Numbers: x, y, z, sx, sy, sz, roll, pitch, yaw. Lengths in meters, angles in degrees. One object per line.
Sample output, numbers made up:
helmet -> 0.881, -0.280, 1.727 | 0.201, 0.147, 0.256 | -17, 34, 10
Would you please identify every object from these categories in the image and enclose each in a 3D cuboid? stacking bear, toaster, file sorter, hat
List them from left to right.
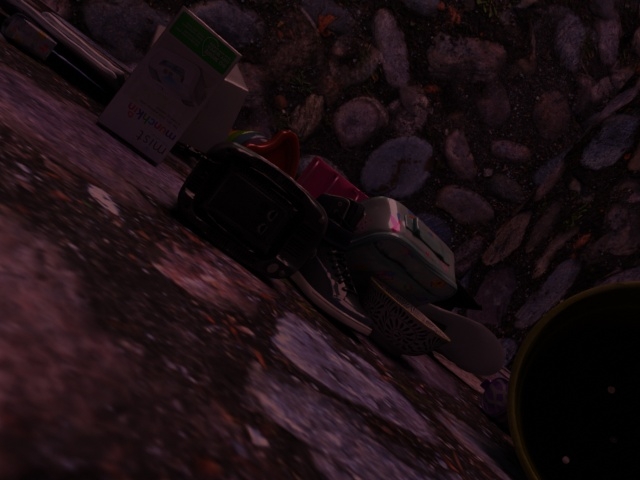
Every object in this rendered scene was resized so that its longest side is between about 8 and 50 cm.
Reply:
stacking bear -> -0.204, -0.212, 1.494 | 0.289, 0.175, 0.164 | 29, -45, 44
toaster -> -0.105, -0.052, 0.822 | 0.227, 0.129, 0.146 | 35, 1, -16
file sorter -> 0.041, -0.061, 1.630 | 0.291, 0.202, 0.182 | 38, 6, -7
hat -> 0.305, 0.178, 1.784 | 0.331, 0.133, 0.331 | 29, -13, 7

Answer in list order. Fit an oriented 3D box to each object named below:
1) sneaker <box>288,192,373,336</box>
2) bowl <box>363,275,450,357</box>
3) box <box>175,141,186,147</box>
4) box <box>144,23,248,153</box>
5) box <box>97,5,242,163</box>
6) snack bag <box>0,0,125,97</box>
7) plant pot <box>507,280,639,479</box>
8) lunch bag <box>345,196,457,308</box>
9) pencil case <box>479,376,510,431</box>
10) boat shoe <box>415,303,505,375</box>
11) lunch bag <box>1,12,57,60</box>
sneaker -> 0.034, 0.026, 0.923 | 0.226, 0.163, 0.086 | 43, 4, 29
bowl -> 0.127, 0.143, 1.006 | 0.170, 0.080, 0.170 | 39, 4, -3
box -> -0.420, -0.312, 1.487 | 0.207, 0.036, 0.114 | 39, 4, 10
box -> -0.309, -0.353, 1.373 | 0.215, 0.168, 0.345 | 22, 20, -21
box -> -0.267, -0.274, 1.066 | 0.127, 0.231, 0.262 | 38, 5, -21
snack bag -> -0.549, -0.423, 1.241 | 0.343, 0.037, 0.323 | 38, -5, -14
plant pot -> 0.478, 0.294, 0.920 | 0.366, 0.366, 0.353 | 41, -7, 28
lunch bag -> 0.116, 0.037, 1.109 | 0.279, 0.224, 0.107 | 34, 50, -41
pencil case -> 0.407, 0.347, 1.164 | 0.206, 0.086, 0.088 | 38, 17, -18
boat shoe -> 0.270, 0.208, 1.361 | 0.306, 0.113, 0.105 | 23, -1, -3
lunch bag -> -0.532, -0.372, 1.084 | 0.083, 0.053, 0.071 | 30, -4, 42
